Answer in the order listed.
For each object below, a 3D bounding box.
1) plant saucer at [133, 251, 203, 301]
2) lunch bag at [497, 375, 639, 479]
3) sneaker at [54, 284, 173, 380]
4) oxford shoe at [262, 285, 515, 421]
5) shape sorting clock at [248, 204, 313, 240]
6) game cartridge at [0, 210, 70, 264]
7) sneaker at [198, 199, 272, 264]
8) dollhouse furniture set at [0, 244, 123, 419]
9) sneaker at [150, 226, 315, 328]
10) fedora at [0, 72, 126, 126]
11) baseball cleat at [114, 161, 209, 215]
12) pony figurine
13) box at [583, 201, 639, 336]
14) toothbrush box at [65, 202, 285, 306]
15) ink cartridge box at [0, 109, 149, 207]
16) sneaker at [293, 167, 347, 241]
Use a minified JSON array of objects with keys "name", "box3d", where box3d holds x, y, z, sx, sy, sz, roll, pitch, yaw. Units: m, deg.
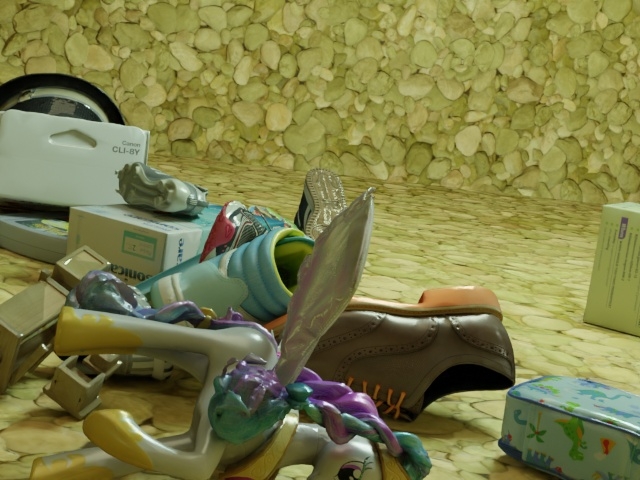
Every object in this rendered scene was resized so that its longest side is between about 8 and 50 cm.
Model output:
[{"name":"plant saucer","box3d":[-0.228,0.061,1.766,0.192,0.018,0.067,-28,17,-11]},{"name":"lunch bag","box3d":[0.325,0.218,1.341,0.219,0.090,0.176,15,13,36]},{"name":"sneaker","box3d":[-0.279,0.111,1.517,0.132,0.086,0.229,-1,13,-28]},{"name":"oxford shoe","box3d":[0.062,0.147,1.436,0.364,0.130,0.132,-10,57,-13]},{"name":"shape sorting clock","box3d":[-0.049,0.008,2.147,0.206,0.040,0.206,34,17,-12]},{"name":"game cartridge","box3d":[-0.440,-0.001,2.128,0.294,0.060,0.196,14,16,33]},{"name":"sneaker","box3d":[-0.080,0.036,1.748,0.112,0.120,0.299,20,-13,25]},{"name":"dollhouse furniture set","box3d":[-0.280,0.120,1.393,0.161,0.101,0.182,35,36,13]},{"name":"sneaker","box3d":[-0.075,0.066,1.526,0.208,0.127,0.319,-23,-1,6]},{"name":"fedora","box3d":[-0.588,-0.199,2.607,0.334,0.334,0.152,7,35,-6]},{"name":"baseball cleat","box3d":[-0.251,-0.074,1.958,0.109,0.072,0.206,16,7,-37]},{"name":"pony figurine","box3d":[-0.073,0.132,1.162,0.364,0.302,0.351,9,42,-9]},{"name":"box","box3d":[0.602,0.061,2.083,0.243,0.213,0.117,14,12,36]},{"name":"toothbrush box","box3d":[-0.235,0.015,1.973,0.216,0.126,0.295,15,13,35]},{"name":"ink cartridge box","box3d":[-0.494,-0.136,2.329,0.279,0.160,0.385,6,-3,-14]},{"name":"sneaker","box3d":[0.000,0.000,2.378,0.099,0.153,0.282,8,40,-11]}]
